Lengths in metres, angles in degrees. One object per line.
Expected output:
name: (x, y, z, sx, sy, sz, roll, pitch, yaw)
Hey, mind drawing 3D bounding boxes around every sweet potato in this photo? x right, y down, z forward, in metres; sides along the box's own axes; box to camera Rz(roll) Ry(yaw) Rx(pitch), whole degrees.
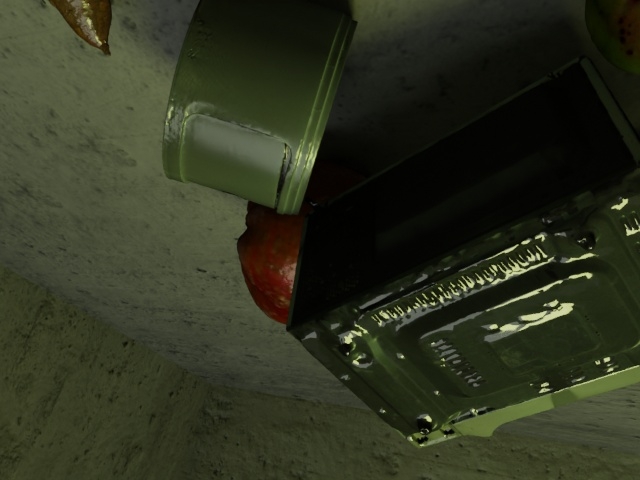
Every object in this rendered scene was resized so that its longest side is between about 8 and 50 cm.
sweet potato: (-0.296, -0.314, 0.661, 0.068, 0.068, 0.226, -4, 130, 36)

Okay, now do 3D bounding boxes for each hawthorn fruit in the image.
hawthorn fruit: (0.000, 0.000, 0.898, 0.284, 0.284, 0.284, 13, 155, 6)

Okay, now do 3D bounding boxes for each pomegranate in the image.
pomegranate: (0.288, -0.199, 0.491, 0.130, 0.130, 0.130, 13, 155, 6)

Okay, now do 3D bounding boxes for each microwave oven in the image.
microwave oven: (0.180, 0.041, 0.617, 0.354, 0.219, 0.286, -27, 123, 27)

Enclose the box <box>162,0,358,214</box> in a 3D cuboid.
box: (-0.063, -0.153, 0.650, 0.149, 0.226, 0.226, 17, 155, -3)
